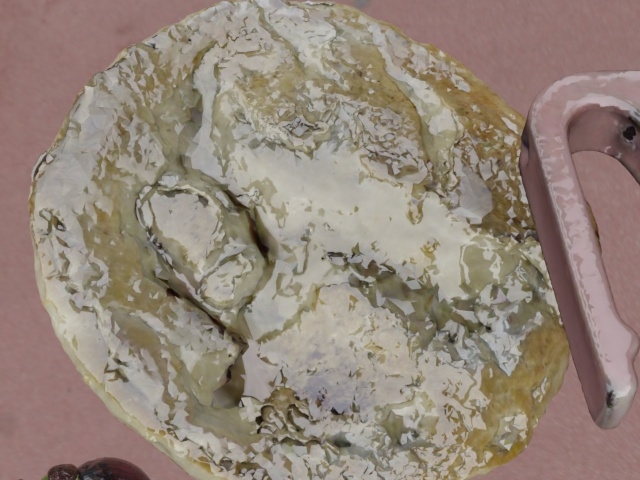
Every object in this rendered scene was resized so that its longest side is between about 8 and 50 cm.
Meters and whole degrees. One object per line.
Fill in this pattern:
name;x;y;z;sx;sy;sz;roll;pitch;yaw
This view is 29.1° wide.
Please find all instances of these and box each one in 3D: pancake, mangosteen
pancake;-0.001;0.000;0.837;0.387;0.082;0.387;4;68;-9
mangosteen;-0.309;0.365;1.670;0.184;0.172;0.172;28;87;14

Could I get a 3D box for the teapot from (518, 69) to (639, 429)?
teapot;0.307;0.006;0.661;0.376;0.305;0.362;-2;49;-2
